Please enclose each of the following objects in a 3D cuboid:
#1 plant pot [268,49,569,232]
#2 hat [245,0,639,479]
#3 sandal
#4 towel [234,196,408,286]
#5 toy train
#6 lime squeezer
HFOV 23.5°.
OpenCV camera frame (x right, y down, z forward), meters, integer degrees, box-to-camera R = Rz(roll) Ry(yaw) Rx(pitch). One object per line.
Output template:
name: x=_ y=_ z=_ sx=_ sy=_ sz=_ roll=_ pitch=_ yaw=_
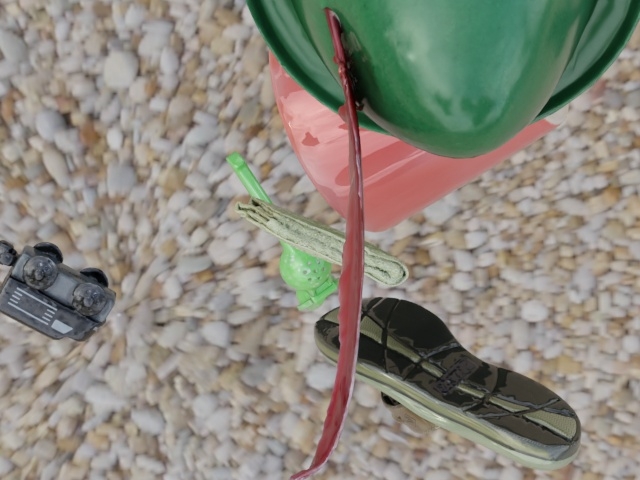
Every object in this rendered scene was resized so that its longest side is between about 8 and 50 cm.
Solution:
plant pot: x=0.118 y=-0.173 z=1.659 sx=0.243 sy=0.275 sz=0.274 roll=-21 pitch=90 yaw=26
hat: x=0.044 y=-0.061 z=0.573 sx=0.173 sy=0.183 sz=0.208 roll=-13 pitch=121 yaw=16
sandal: x=0.108 y=0.148 z=1.470 sx=0.303 sy=0.086 sz=0.120 roll=32 pitch=42 yaw=33
towel: x=0.000 y=0.000 z=1.385 sx=0.148 sy=0.110 sz=0.027 roll=21 pitch=95 yaw=-21
toy train: x=-0.157 y=-0.003 z=0.615 sx=0.158 sy=0.027 sz=0.036 roll=30 pitch=104 yaw=-11
lime squeezer: x=-0.026 y=0.031 z=1.652 sx=0.110 sy=0.310 sz=0.059 roll=29 pitch=71 yaw=30
